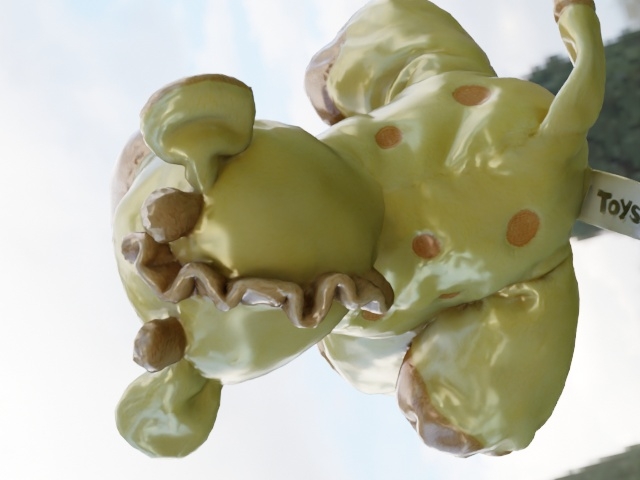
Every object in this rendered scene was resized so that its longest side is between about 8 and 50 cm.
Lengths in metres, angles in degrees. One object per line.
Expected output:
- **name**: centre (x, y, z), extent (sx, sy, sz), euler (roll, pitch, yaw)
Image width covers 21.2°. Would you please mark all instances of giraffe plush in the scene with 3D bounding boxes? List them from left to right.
- **giraffe plush**: centre (0.000, 0.000, 0.600), extent (0.210, 0.170, 0.181), euler (-7, 92, 62)
